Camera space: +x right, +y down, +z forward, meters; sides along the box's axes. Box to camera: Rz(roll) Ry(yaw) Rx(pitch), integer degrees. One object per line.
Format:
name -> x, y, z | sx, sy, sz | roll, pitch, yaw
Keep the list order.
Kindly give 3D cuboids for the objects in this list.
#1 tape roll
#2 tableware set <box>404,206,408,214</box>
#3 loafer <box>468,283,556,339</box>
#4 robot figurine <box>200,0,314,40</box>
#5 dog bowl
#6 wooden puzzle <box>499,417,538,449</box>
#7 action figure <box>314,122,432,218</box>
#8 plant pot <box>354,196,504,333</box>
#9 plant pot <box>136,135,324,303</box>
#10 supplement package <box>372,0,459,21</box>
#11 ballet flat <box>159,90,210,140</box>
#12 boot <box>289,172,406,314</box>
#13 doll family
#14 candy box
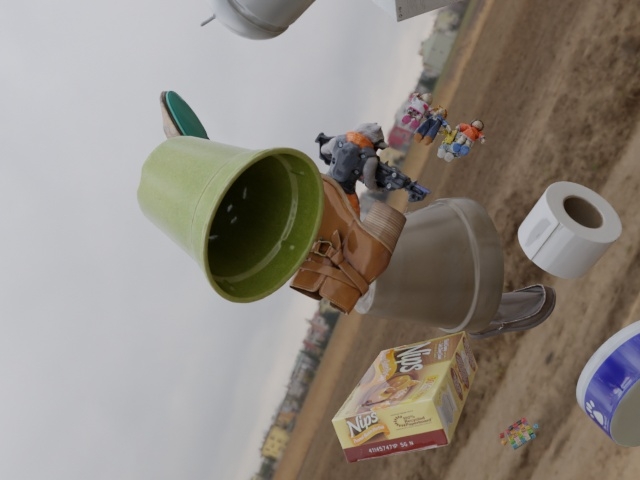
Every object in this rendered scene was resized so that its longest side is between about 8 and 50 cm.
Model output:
tape roll -> 0.731, -0.031, 2.104 | 0.169, 0.246, 0.246 | 113, -179, -45
tableware set -> 0.225, 0.025, 1.907 | 0.128, 0.039, 0.194 | 77, -150, -60
loafer -> 0.636, 0.245, 2.467 | 0.366, 0.130, 0.133 | -30, 41, 34
robot figurine -> -0.085, -0.516, 1.334 | 0.353, 0.199, 0.300 | -35, -17, 36
dog bowl -> 0.661, 0.288, 1.446 | 0.104, 0.265, 0.265 | 56, 132, 52
wooden puzzle -> 0.391, 0.379, 1.402 | 0.083, 0.006, 0.049 | -37, 32, 12
action figure -> 0.102, -0.142, 1.828 | 0.178, 0.341, 0.330 | -7, -63, -76
plant pot -> 0.215, 0.066, 1.641 | 0.323, 0.280, 0.323 | 176, 90, -71
plant pot -> -0.177, -0.065, 1.257 | 0.276, 0.254, 0.276 | -29, -48, -39
supplement package -> 0.222, -0.630, 1.591 | 0.149, 0.203, 0.194 | -120, 13, -47
ballet flat -> -0.297, -0.201, 1.680 | 0.106, 0.316, 0.107 | -29, 18, 26
boot -> 0.000, 0.000, 1.365 | 0.220, 0.283, 0.109 | -59, -19, -12
doll family -> 0.354, -0.327, 2.089 | 0.163, 0.263, 0.118 | -52, -11, -36
candy box -> 0.162, 0.271, 1.280 | 0.316, 0.183, 0.087 | -31, -77, -66
